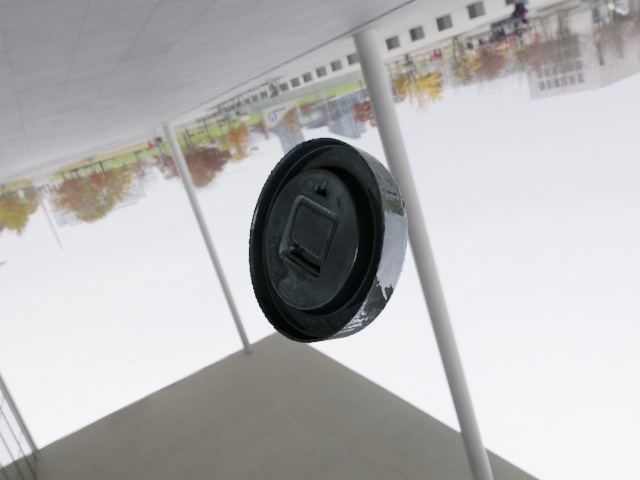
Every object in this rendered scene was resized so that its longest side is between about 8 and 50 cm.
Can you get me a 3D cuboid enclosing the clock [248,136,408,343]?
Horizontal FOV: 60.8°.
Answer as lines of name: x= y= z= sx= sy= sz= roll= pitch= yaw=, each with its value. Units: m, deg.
clock: x=0.000 y=0.000 z=0.579 sx=0.042 sy=0.214 sz=0.215 roll=7 pitch=175 yaw=-41
